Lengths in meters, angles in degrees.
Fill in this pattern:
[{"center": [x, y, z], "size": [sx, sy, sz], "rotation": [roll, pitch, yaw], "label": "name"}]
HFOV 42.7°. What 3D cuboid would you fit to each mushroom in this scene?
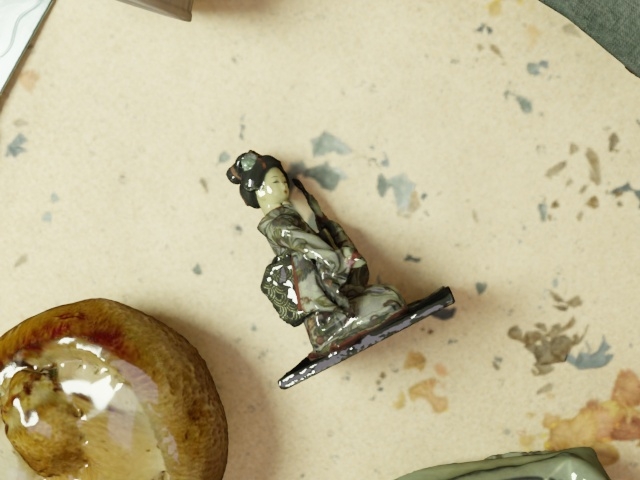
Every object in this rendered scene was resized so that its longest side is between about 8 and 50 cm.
[{"center": [-0.202, 0.172, 0.713], "size": [0.253, 0.153, 0.253], "rotation": [0, 101, 2], "label": "mushroom"}]

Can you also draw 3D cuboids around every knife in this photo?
[{"center": [-0.302, -0.125, 0.714], "size": [0.063, 0.034, 0.260], "rotation": [27, 95, 1], "label": "knife"}]

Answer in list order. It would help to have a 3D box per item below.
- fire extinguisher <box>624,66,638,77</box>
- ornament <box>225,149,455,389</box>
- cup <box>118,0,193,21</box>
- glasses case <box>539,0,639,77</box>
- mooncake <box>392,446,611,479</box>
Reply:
[{"center": [0.308, -0.196, 0.687], "size": [0.056, 0.039, 0.132], "rotation": [30, 101, -2], "label": "fire extinguisher"}, {"center": [0.000, 0.000, 0.693], "size": [0.153, 0.166, 0.196], "rotation": [-29, 86, 5], "label": "ornament"}, {"center": [-0.134, -0.300, 0.578], "size": [0.288, 0.208, 0.273], "rotation": [18, 100, -3], "label": "cup"}, {"center": [0.302, -0.159, 0.605], "size": [0.323, 0.074, 0.131], "rotation": [44, 131, 16], "label": "glasses case"}, {"center": [0.162, 0.324, 0.757], "size": [0.250, 0.136, 0.254], "rotation": [-8, 103, -2], "label": "mooncake"}]
